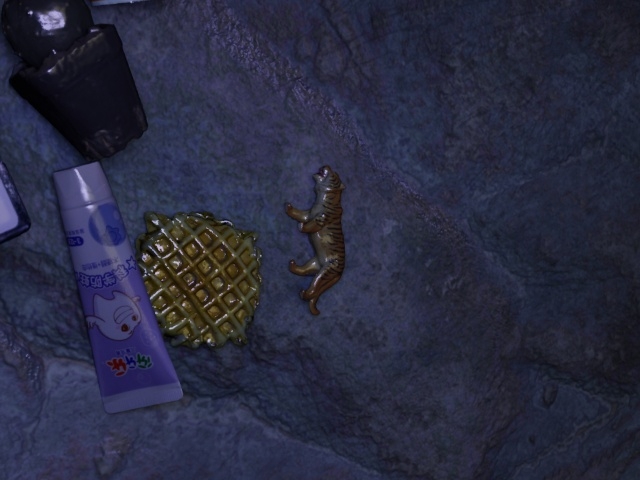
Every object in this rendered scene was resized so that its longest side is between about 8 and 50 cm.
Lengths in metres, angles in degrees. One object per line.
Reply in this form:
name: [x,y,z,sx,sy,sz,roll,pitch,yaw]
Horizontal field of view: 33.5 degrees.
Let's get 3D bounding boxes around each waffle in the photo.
waffle: [-0.189,0.061,1.630,0.208,0.054,0.214,9,90,-24]

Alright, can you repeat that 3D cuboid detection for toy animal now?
toy animal: [0.000,0.000,1.727,0.099,0.057,0.241,-7,94,-28]

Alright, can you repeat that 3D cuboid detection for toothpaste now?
toothpaste: [-0.304,0.069,1.556,0.125,0.080,0.371,-12,101,10]

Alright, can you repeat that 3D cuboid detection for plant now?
plant: [-0.347,-0.236,1.477,0.142,0.164,0.256,-35,108,-21]

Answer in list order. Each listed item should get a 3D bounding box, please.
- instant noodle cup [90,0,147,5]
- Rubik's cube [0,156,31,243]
instant noodle cup: [-0.286,-0.432,1.518,0.169,0.168,0.184,-13,104,-27]
Rubik's cube: [-0.591,-0.100,1.249,0.337,0.344,0.343,-27,105,-23]
